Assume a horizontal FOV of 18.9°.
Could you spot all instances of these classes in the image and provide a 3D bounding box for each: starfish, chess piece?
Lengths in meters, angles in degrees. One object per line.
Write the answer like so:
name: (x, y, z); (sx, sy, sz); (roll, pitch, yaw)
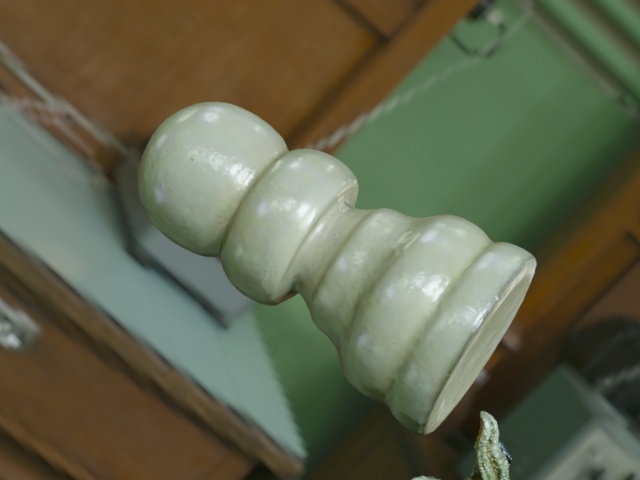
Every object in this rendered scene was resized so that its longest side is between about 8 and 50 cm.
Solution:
starfish: (0.107, 0.239, 1.471); (0.053, 0.176, 0.208); (29, -26, 55)
chess piece: (0.000, 0.000, 1.446); (0.299, 0.167, 0.167); (34, 8, 13)
